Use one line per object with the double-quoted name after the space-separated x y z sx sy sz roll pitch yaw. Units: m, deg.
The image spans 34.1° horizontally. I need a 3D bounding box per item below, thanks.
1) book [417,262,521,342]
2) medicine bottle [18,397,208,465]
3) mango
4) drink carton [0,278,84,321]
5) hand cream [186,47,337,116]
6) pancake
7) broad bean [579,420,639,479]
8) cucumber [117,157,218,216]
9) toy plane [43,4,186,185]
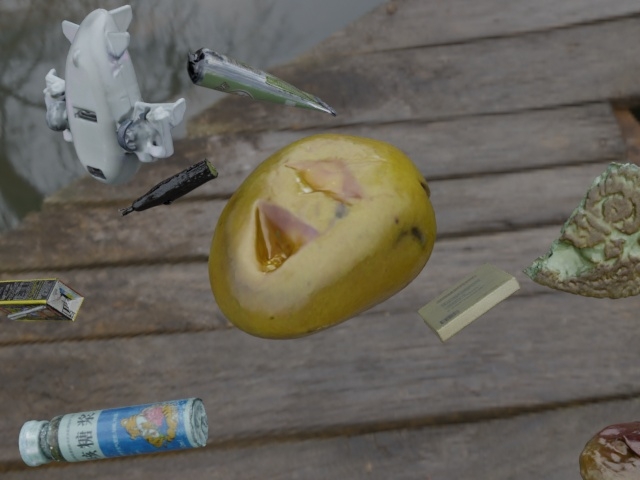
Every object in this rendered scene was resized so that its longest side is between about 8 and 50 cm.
0.248 0.103 1.785 0.161 0.026 0.231 -35 6 1 "book"
-0.208 0.194 1.053 0.191 0.051 0.051 -10 41 14 "medicine bottle"
0.000 0.000 1.322 0.253 0.182 0.365 24 46 17 "mango"
-0.493 0.106 1.801 0.166 0.071 0.056 -5 54 38 "drink carton"
-0.090 -0.227 1.538 0.235 0.055 0.086 15 20 -25 "hand cream"
0.459 -0.025 1.495 0.377 0.197 0.054 -21 5 21 "pancake"
0.523 0.365 1.721 0.228 0.122 0.156 -4 46 -39 "broad bean"
-0.230 -0.074 1.582 0.163 0.039 0.043 -28 -6 18 "cucumber"
-0.310 -0.207 1.530 0.267 0.266 0.123 19 32 29 "toy plane"
